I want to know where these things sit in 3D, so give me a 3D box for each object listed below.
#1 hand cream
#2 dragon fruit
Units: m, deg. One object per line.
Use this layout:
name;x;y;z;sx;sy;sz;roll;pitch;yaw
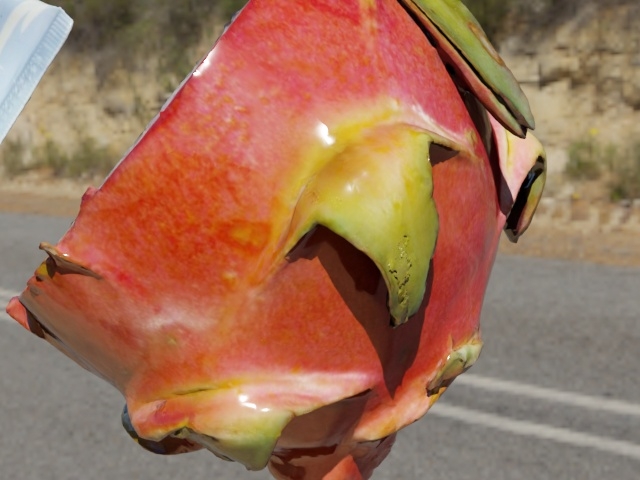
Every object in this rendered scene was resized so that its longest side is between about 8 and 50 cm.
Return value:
hand cream;-0.209;-0.131;0.719;0.058;0.091;0.271;30;9;-40
dragon fruit;0.000;0.000;0.694;0.305;0.226;0.305;-48;4;5
